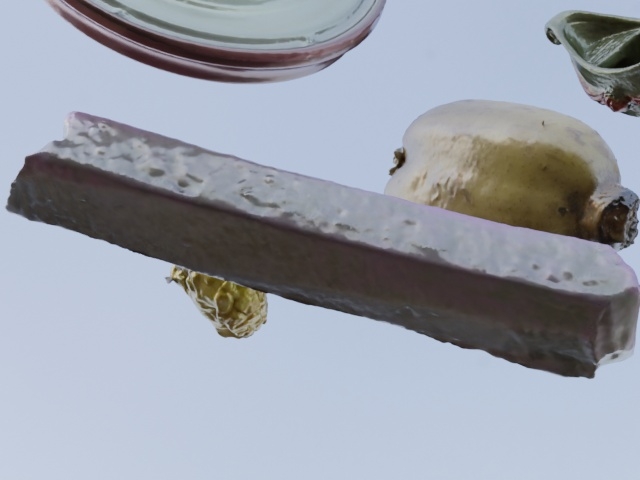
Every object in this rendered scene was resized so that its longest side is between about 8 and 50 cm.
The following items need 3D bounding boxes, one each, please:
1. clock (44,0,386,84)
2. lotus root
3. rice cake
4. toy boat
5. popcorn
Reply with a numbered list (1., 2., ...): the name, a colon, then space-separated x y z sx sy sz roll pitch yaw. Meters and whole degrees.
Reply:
1. clock: -0.074 -0.187 0.884 0.244 0.244 0.056 25 -51 2
2. lotus root: 0.166 -0.042 1.277 0.284 0.146 0.160 19 -70 48
3. rice cake: 0.000 0.000 0.798 0.365 0.056 0.073 15 -42 9
4. toy boat: 0.235 -0.134 1.047 0.071 0.089 0.185 58 -19 -24
5. popcorn: -0.061 0.024 1.038 0.084 0.084 0.084 9 -57 13
